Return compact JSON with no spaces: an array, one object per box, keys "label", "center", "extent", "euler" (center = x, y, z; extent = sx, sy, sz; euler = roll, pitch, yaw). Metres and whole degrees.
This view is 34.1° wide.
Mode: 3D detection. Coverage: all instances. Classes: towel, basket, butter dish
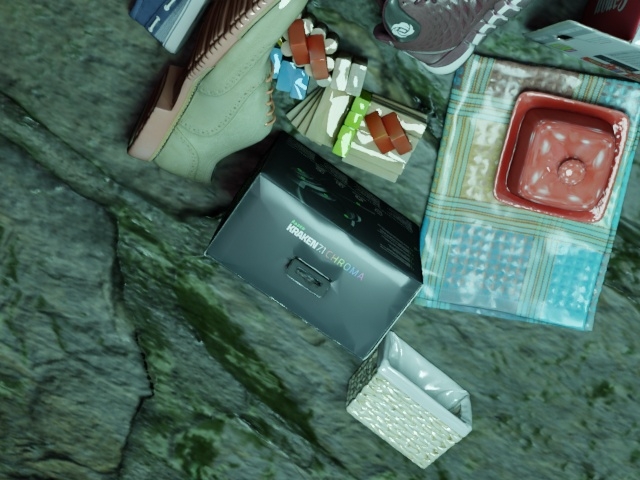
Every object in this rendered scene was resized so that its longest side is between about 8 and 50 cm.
[{"label":"towel","center":[0.288,-0.059,1.463],"extent":[0.271,0.040,0.370],"euler":[10,108,0]},{"label":"basket","center":[0.127,0.235,1.528],"extent":[0.167,0.113,0.103],"euler":[39,110,-8]},{"label":"butter dish","center":[0.321,-0.100,1.370],"extent":[0.160,0.118,0.160],"euler":[13,106,1]}]

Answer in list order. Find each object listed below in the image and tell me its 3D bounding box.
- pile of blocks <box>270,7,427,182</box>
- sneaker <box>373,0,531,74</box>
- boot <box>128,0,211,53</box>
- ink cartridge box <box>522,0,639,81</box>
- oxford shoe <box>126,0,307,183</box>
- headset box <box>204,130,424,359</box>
[{"label":"pile of blocks","center":[-0.005,-0.214,1.395],"extent":[0.149,0.112,0.362],"euler":[-41,100,14]},{"label":"sneaker","center":[0.162,-0.322,1.285],"extent":[0.162,0.106,0.281],"euler":[14,138,-27]},{"label":"boot","center":[-0.182,-0.338,1.372],"extent":[0.086,0.069,0.190],"euler":[38,124,-5]},{"label":"ink cartridge box","center":[0.408,-0.263,1.241],"extent":[0.272,0.309,0.130],"euler":[18,97,-3]},{"label":"oxford shoe","center":[-0.104,-0.215,1.353],"extent":[0.146,0.140,0.397],"euler":[29,138,-19]},{"label":"headset box","center":[0.000,0.000,1.373],"extent":[0.246,0.283,0.131],"euler":[34,106,-8]}]
